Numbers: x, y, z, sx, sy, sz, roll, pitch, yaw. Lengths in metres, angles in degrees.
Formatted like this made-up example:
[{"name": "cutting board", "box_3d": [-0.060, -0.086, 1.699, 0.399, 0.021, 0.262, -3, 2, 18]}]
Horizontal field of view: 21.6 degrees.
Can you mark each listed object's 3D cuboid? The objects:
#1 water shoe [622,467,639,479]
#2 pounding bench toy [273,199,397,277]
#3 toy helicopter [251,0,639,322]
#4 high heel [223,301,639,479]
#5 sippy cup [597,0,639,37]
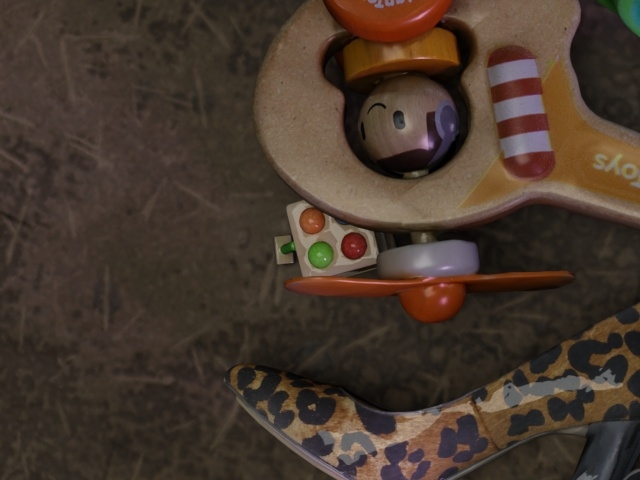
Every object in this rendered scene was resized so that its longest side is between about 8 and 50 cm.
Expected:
[{"name": "water shoe", "box_3d": [0.241, 0.179, 0.860, 0.203, 0.080, 0.073, 25, 93, 40]}, {"name": "pounding bench toy", "box_3d": [0.000, 0.000, 1.088, 0.083, 0.065, 0.052, -16, 85, 15]}, {"name": "toy helicopter", "box_3d": [0.127, -0.038, 1.002, 0.355, 0.140, 0.235, 19, 79, 8]}, {"name": "high heel", "box_3d": [0.084, 0.079, 1.052, 0.261, 0.093, 0.186, 24, 94, 7]}, {"name": "sippy cup", "box_3d": [0.295, -0.224, 0.939, 0.305, 0.240, 0.224, 11, 81, -9]}]
